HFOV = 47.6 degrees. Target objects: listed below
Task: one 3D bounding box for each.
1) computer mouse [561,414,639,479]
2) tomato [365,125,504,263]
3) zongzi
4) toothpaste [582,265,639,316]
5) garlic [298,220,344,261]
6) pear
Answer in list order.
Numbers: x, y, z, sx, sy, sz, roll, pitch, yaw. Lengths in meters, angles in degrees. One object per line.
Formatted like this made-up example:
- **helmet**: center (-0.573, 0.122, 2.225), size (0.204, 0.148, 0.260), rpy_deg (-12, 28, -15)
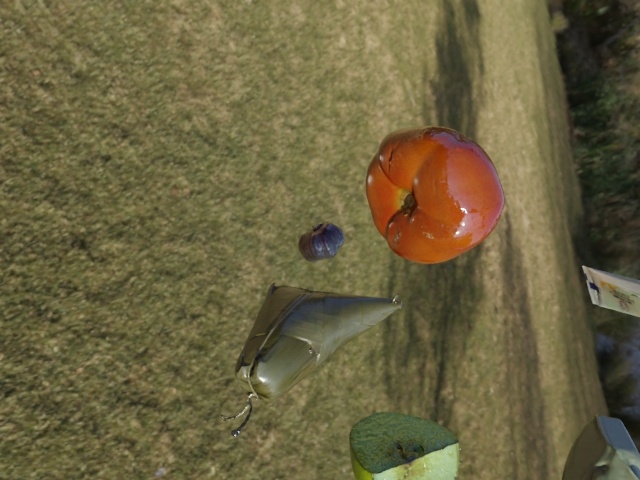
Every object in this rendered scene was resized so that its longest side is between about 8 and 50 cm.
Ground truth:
- **computer mouse**: center (0.482, 0.501, 1.185), size (0.228, 0.145, 0.429), rpy_deg (10, 63, -83)
- **tomato**: center (0.197, -0.084, 1.251), size (0.180, 0.260, 0.260), rpy_deg (-17, 87, -36)
- **zongzi**: center (-0.030, 0.285, 1.824), size (0.447, 0.418, 0.181), rpy_deg (-66, 147, -49)
- **toothpaste**: center (0.510, 0.100, 1.022), size (0.056, 0.314, 0.058), rpy_deg (10, 96, -36)
- **garlic**: center (0.000, 0.000, 2.194), size (0.102, 0.147, 0.159), rpy_deg (60, 14, -14)
- **pear**: center (0.184, 0.556, 1.845), size (0.292, 0.292, 0.159), rpy_deg (-45, 138, -59)
